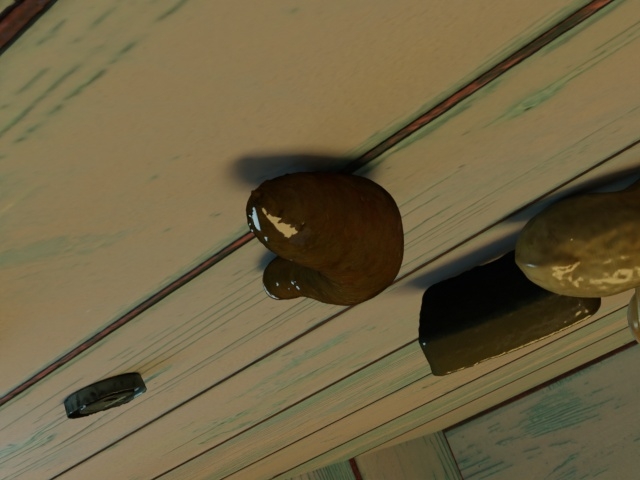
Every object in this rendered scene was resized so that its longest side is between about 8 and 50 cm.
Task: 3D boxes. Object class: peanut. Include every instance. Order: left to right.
[{"bbox_3d":[0.318,-0.015,1.427,0.274,0.111,0.125,-13,-159,-17],"label":"peanut"}]

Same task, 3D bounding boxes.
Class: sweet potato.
[{"bbox_3d":[0.007,0.002,1.039,0.108,0.079,0.346,7,168,1],"label":"sweet potato"}]

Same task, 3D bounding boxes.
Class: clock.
[{"bbox_3d":[-0.215,0.156,1.423,0.085,0.017,0.085,-21,167,-5],"label":"clock"}]

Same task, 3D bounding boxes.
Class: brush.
[{"bbox_3d":[0.198,0.064,1.530,0.197,0.059,0.123,-25,-157,18],"label":"brush"}]

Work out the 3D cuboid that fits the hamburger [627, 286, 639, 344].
[{"bbox_3d":[0.529,0.076,1.838,0.276,0.276,0.237,-20,-174,-9],"label":"hamburger"}]
